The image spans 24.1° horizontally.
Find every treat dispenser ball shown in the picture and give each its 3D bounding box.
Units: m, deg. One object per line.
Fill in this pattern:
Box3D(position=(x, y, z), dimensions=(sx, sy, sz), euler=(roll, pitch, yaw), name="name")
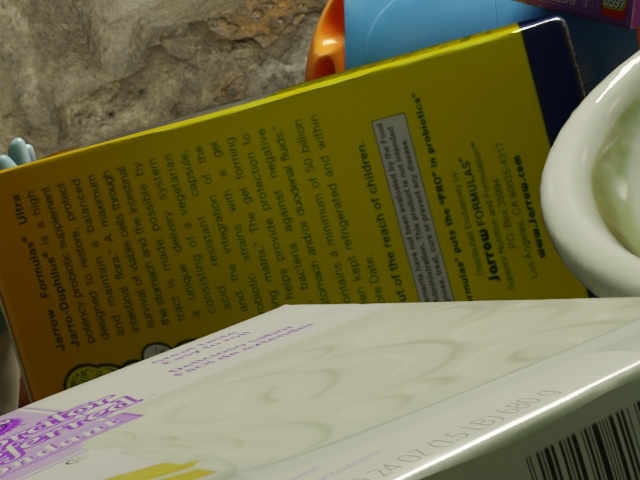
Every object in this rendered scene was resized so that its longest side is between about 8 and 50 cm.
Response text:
Box3D(position=(0.131, -0.121, 1.209), dimensions=(0.288, 0.288, 0.288), euler=(-16, 7, 2), name="treat dispenser ball")

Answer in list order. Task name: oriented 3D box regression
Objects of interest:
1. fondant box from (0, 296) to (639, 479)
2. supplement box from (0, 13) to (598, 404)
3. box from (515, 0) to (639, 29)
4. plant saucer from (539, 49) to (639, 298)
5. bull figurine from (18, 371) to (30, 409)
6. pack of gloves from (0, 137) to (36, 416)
Box3D(position=(-0.017, 0.102, 0.561), dimensions=(0.238, 0.096, 0.330), euler=(-20, 7, -30), name="fondant box")
Box3D(position=(0.000, 0.000, 0.931), dimensions=(0.356, 0.195, 0.194), euler=(-14, 7, 10), name="supplement box")
Box3D(position=(0.235, -0.198, 1.014), dimensions=(0.293, 0.057, 0.201), euler=(-12, 25, -35), name="box")
Box3D(position=(0.296, -0.038, 0.623), dimensions=(0.400, 0.100, 0.400), euler=(-20, 22, 8), name="plant saucer")
Box3D(position=(-0.209, 0.078, 1.187), dimensions=(0.310, 0.101, 0.188), euler=(-15, 5, 14), name="bull figurine")
Box3D(position=(-0.207, 0.055, 0.952), dimensions=(0.046, 0.232, 0.195), euler=(10, 13, 11), name="pack of gloves")
